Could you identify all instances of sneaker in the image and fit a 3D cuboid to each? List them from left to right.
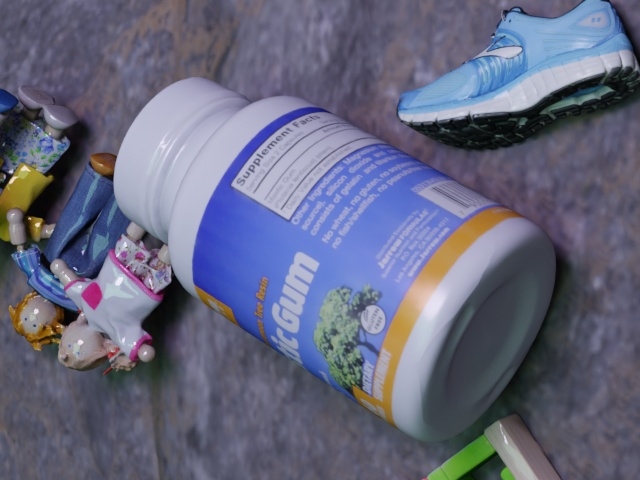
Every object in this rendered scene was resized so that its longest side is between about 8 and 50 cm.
[{"bbox_3d":[0.121,-0.106,0.967,0.162,0.063,0.073,-16,68,30],"label":"sneaker"}]

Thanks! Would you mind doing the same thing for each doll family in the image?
[{"bbox_3d":[-0.209,-0.006,1.174,0.263,0.118,0.163,38,109,6],"label":"doll family"}]

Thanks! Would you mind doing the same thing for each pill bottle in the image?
[{"bbox_3d":[0.000,0.000,0.991,0.272,0.152,0.152,30,110,28],"label":"pill bottle"}]

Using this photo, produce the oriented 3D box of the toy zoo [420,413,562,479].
[{"bbox_3d":[0.075,0.274,1.038,0.293,0.030,0.192,-42,72,29],"label":"toy zoo"}]
